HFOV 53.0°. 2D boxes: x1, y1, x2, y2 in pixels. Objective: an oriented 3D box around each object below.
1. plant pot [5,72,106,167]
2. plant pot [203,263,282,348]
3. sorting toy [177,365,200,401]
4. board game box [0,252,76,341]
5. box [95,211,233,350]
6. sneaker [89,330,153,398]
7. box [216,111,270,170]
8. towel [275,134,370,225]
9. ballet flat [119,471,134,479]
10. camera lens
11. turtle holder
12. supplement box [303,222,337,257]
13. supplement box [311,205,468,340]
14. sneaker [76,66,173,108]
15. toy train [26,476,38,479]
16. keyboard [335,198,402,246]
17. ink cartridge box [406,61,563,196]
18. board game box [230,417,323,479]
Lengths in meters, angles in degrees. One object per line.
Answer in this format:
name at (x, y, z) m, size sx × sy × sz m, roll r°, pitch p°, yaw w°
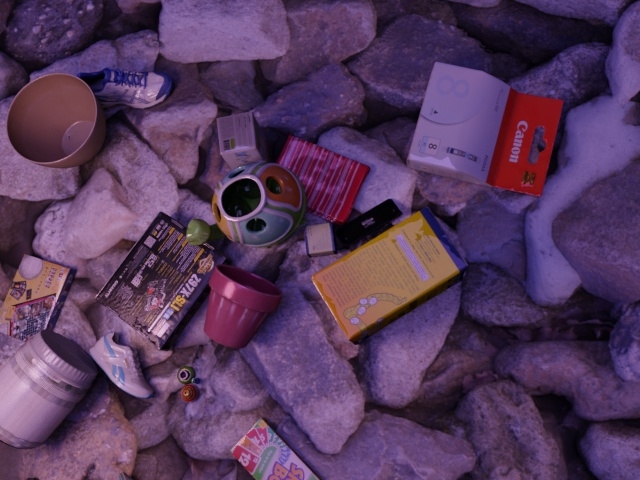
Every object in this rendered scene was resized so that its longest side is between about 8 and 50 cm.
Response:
plant pot at (-0.769, -0.337, 1.951) m, size 0.284 × 0.191 × 0.284 m, roll -2°, pitch 77°, yaw 8°
plant pot at (-0.228, 0.187, 1.760) m, size 0.201 × 0.201 × 0.180 m, roll 24°, pitch 97°, yaw 13°
sorting toy at (-0.373, 0.400, 1.797) m, size 0.061 × 0.042 × 0.102 m, roll -19°, pitch 75°, yaw 3°
board game box at (-0.854, 0.178, 1.920) m, size 0.165 × 0.042 × 0.243 m, roll 17°, pitch 80°, yaw 12°
box at (-0.453, 0.115, 1.859) m, size 0.257 × 0.079 × 0.322 m, roll 33°, pitch 84°, yaw 12°
sneaker at (-0.550, 0.354, 1.812) m, size 0.229 × 0.087 × 0.092 m, roll 42°, pitch 84°, yaw 13°
box at (-0.217, -0.271, 1.849) m, size 0.103 × 0.203 × 0.114 m, roll -10°, pitch 74°, yaw 5°
towel at (-0.012, -0.180, 1.888) m, size 0.275 × 0.031 × 0.199 m, roll 24°, pitch 81°, yaw 13°
ballet flat at (-0.480, 0.720, 1.735) m, size 0.068 × 0.072 × 0.213 m, roll -18°, pitch 74°, yaw -25°
camera lens at (-0.781, 0.412, 1.762) m, size 0.219 × 0.219 × 0.274 m, roll 39°, pitch 85°, yaw 15°
turtle holder at (-0.209, -0.102, 1.779) m, size 0.320 × 0.227 × 0.243 m, roll 2°, pitch 87°, yaw 15°
supplement box at (0.000, 0.000, 1.829) m, size 0.083 × 0.056 × 0.083 m, roll -9°, pitch 76°, yaw 6°
supplement box at (0.184, 0.101, 1.708) m, size 0.356 × 0.194 × 0.195 m, roll -31°, pitch 74°, yaw 1°
sneaker at (-0.613, -0.480, 1.994) m, size 0.296 × 0.131 × 0.112 m, roll -7°, pitch 74°, yaw 5°
toy train at (-0.761, 0.714, 1.790) m, size 0.158 × 0.027 × 0.036 m, roll 30°, pitch 94°, yaw 13°
keyboard at (0.145, -0.036, 1.837) m, size 0.192 × 0.038 × 0.100 m, roll -31°, pitch 51°, yaw 1°
ink cartridge box at (0.469, -0.316, 1.819) m, size 0.385 × 0.091 × 0.308 m, roll 14°, pitch 80°, yaw 12°
board game box at (-0.110, 0.612, 1.716) m, size 0.259 × 0.039 × 0.124 m, roll 43°, pitch 87°, yaw 12°
